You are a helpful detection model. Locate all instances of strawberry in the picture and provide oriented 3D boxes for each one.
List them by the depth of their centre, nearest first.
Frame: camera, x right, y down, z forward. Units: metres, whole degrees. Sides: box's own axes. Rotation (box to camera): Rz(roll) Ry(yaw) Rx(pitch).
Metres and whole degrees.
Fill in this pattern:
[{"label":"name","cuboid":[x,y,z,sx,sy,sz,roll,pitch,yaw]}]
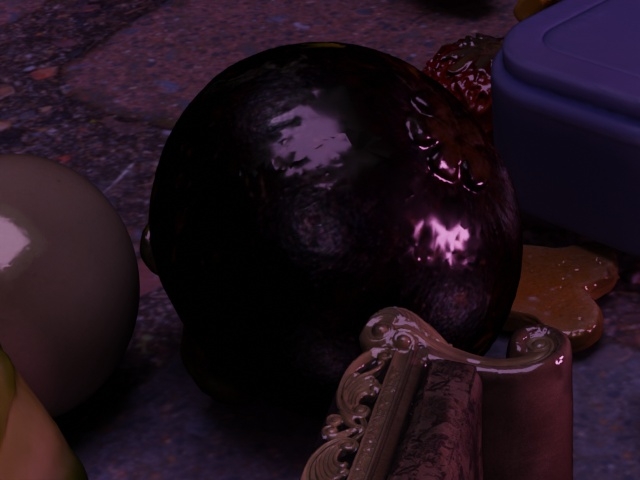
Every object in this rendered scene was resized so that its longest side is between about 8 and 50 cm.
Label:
[{"label":"strawberry","cuboid":[0.156,-0.141,1.668,0.145,0.086,0.145,-3,33,2]}]

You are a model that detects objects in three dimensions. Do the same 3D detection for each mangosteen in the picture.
[{"label":"mangosteen","cuboid":[0.000,0.000,1.289,0.288,0.288,0.288,-3,31,2]}]

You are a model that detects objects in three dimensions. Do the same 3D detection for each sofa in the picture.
[{"label":"sofa","cuboid":[0.095,0.181,1.026,0.182,0.200,0.258,2,30,15]}]

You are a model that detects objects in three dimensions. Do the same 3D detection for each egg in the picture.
[{"label":"egg","cuboid":[-0.226,0.030,1.324,0.189,0.188,0.253,-4,25,1]}]

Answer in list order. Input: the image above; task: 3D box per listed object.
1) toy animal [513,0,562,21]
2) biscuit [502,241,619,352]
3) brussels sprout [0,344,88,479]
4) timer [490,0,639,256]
[{"label":"toy animal","cuboid":[0.280,-0.273,1.823,0.156,0.156,0.230,13,38,27]},{"label":"biscuit","cuboid":[0.118,0.031,1.436,0.234,0.030,0.153,7,32,18]},{"label":"brussels sprout","cuboid":[-0.288,0.164,1.025,0.315,0.275,0.371,-22,36,-22]},{"label":"timer","cuboid":[0.362,-0.098,1.483,0.395,0.173,0.395,-3,29,1]}]
